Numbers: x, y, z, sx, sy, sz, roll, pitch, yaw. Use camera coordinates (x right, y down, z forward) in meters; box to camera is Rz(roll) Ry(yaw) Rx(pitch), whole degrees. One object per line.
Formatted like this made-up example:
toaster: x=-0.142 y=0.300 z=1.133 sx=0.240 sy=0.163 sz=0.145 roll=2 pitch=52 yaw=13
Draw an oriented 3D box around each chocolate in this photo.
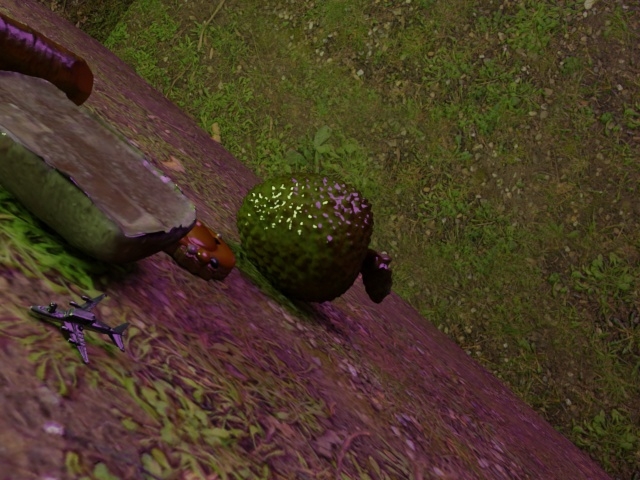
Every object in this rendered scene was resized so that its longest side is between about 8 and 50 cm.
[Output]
chocolate: x=-0.294 y=-0.082 z=0.590 sx=0.303 sy=0.100 sz=0.185 roll=42 pitch=20 yaw=2

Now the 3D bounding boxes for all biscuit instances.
biscuit: x=-0.204 y=-0.003 z=0.814 sx=0.170 sy=0.050 sz=0.170 roll=37 pitch=8 yaw=-6

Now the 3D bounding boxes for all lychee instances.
lychee: x=-0.011 y=-0.004 z=1.009 sx=0.320 sy=0.269 sz=0.270 roll=6 pitch=0 yaw=13

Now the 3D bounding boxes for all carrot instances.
carrot: x=-0.572 y=-0.351 z=0.929 sx=0.114 sy=0.114 sz=0.302 roll=44 pitch=11 yaw=37

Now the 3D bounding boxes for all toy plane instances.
toy plane: x=-0.205 y=0.071 z=0.438 sx=0.084 sy=0.024 sz=0.078 roll=35 pitch=26 yaw=-32
